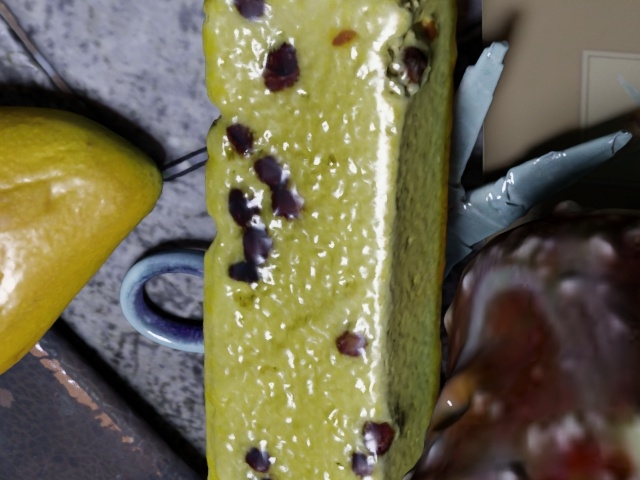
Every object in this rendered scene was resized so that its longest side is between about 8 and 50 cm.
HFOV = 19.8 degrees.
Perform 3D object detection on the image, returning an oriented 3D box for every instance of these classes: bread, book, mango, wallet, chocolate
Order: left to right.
[{"bbox_3d":[-0.248,0.012,1.165,0.317,0.119,0.176,-28,103,8],"label":"mango"},{"bbox_3d":[-0.235,0.106,1.320,0.170,0.044,0.321,-27,115,32],"label":"wallet"},{"bbox_3d":[0.000,0.000,1.062,0.138,0.077,0.361,16,121,28],"label":"bread"},{"bbox_3d":[0.200,0.101,1.053,0.340,0.210,0.225,24,152,-34],"label":"chocolate"},{"bbox_3d":[0.245,-0.068,1.042,0.310,0.021,0.217,6,132,11],"label":"book"}]

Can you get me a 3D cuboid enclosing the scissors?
[{"bbox_3d":[0.043,0.010,1.143,0.256,0.029,0.383,30,138,-10],"label":"scissors"}]
